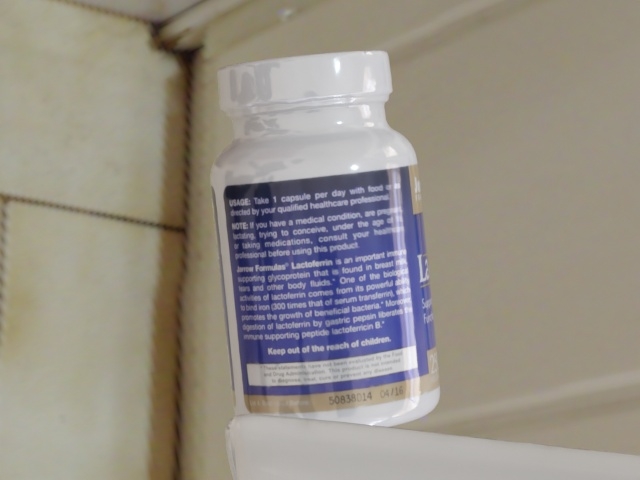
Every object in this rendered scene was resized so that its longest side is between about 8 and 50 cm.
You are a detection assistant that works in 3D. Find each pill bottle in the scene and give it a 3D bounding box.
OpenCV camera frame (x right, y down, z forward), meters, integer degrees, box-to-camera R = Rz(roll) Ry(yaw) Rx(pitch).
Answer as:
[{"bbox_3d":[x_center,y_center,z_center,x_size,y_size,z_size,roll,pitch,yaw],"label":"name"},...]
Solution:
[{"bbox_3d":[0.000,0.000,1.330,0.153,0.153,0.264,-9,95,-40],"label":"pill bottle"}]

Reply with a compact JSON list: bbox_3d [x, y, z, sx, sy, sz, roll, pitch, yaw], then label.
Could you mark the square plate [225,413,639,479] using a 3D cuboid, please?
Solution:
[{"bbox_3d":[0.129,0.231,0.627,0.049,0.347,0.344,-37,120,-47],"label":"square plate"}]
